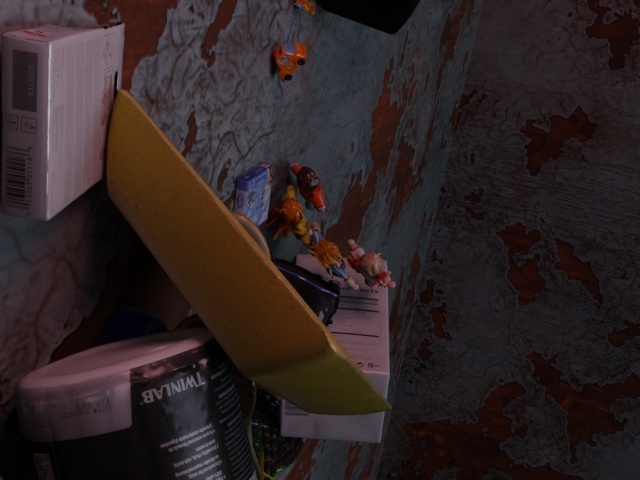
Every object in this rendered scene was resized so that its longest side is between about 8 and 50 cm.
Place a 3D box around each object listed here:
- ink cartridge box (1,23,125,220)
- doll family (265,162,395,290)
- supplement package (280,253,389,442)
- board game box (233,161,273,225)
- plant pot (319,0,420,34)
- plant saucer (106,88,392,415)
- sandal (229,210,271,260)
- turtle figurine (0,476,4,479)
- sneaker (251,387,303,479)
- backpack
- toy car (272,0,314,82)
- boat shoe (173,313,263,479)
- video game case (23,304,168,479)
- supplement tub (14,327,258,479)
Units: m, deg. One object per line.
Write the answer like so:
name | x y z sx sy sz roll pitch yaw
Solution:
ink cartridge box | -0.218 -0.113 0.665 0.179 0.045 0.145 -84 -177 -69
doll family | 0.000 0.000 1.230 0.118 0.263 0.163 -37 172 -3
supplement package | 0.027 0.184 1.364 0.293 0.175 0.177 -84 178 -54
board game box | -0.099 -0.059 1.125 0.090 0.020 0.090 -45 149 -60
plant pot | 0.087 -0.423 1.146 0.167 0.187 0.188 101 11 -62
plant saucer | -0.080 0.046 0.784 0.081 0.332 0.333 -39 156 -3
sandal | -0.123 0.079 1.050 0.079 0.088 0.240 -65 168 -48
turtle figurine | -0.263 0.238 0.479 0.198 0.274 0.266 -38 140 16
sneaker | -0.137 0.384 1.295 0.146 0.134 0.343 -41 -169 31
backpack | -0.050 0.093 1.215 0.173 0.158 0.117 68 47 -83
toy car | -0.045 -0.288 1.095 0.040 0.060 0.122 23 58 -31
boat shoe | -0.131 0.200 0.927 0.098 0.109 0.302 -119 -162 -55
video game case | -0.232 0.249 0.893 0.244 0.061 0.269 80 30 -59
supplement tub | -0.149 0.253 0.707 0.193 0.194 0.316 -19 98 -71
